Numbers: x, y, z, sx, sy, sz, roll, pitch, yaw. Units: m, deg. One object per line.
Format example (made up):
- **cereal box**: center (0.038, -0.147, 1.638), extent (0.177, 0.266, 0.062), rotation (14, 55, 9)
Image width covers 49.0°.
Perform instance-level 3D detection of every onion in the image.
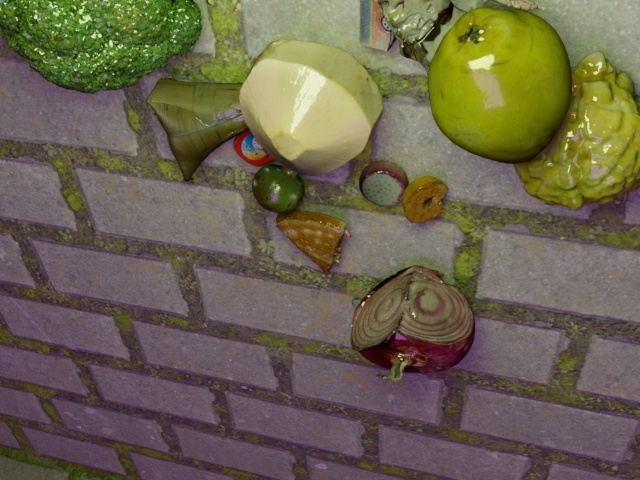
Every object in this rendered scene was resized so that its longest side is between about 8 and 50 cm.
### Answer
- **onion**: center (0.220, 0.205, 1.611), extent (0.230, 0.272, 0.256), rotation (28, 170, -22)

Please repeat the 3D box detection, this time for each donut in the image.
- **donut**: center (0.209, -0.086, 1.438), extent (0.097, 0.043, 0.108), rotation (-6, 133, -20)

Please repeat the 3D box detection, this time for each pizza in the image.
- **pizza**: center (0.000, 0.000, 1.615), extent (0.188, 0.062, 0.199), rotation (12, 143, 28)

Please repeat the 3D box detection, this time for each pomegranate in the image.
- **pomegranate**: center (-0.080, -0.126, 1.496), extent (0.114, 0.114, 0.142), rotation (32, 110, -10)

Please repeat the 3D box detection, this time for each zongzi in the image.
- **zongzi**: center (-0.216, -0.211, 1.450), extent (0.228, 0.115, 0.256), rotation (6, 132, 16)

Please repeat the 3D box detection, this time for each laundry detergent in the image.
- **laundry detergent**: center (-0.100, -0.215, 1.451), extent (0.165, 0.049, 0.097), rotation (-27, 129, 37)

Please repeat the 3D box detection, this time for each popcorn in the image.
- **popcorn**: center (0.446, -0.172, 1.174), extent (0.212, 0.259, 0.259), rotation (14, 142, -28)

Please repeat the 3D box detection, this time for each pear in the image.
- **pear**: center (0.268, -0.226, 1.054), extent (0.212, 0.212, 0.269), rotation (-8, 148, 27)

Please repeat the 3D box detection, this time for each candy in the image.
- **candy**: center (0.130, -0.118, 1.458), extent (0.103, 0.043, 0.103), rotation (11, 135, 11)

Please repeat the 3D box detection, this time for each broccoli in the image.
- **broccoli**: center (-0.405, -0.408, 1.219), extent (0.413, 0.310, 0.321), rotation (12, 139, -41)

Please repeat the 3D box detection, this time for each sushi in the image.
- **sushi**: center (0.168, -0.348, 1.142), extent (0.273, 0.109, 0.134), rotation (27, 113, -29)

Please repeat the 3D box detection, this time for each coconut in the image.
- **coconut**: center (-0.022, -0.237, 1.256), extent (0.259, 0.259, 0.259), rotation (11, 135, 11)

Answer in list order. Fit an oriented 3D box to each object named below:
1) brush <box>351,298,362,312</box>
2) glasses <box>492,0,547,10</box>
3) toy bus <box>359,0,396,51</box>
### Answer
- **brush**: center (0.136, 0.226, 1.812), extent (0.082, 0.010, 0.218), rotation (2, 134, 19)
- **glasses**: center (0.230, -0.420, 1.044), extent (0.255, 0.162, 0.095), rotation (24, 133, -2)
- **toy bus**: center (0.103, -0.415, 1.169), extent (0.077, 0.065, 0.192), rotation (15, 136, 18)
